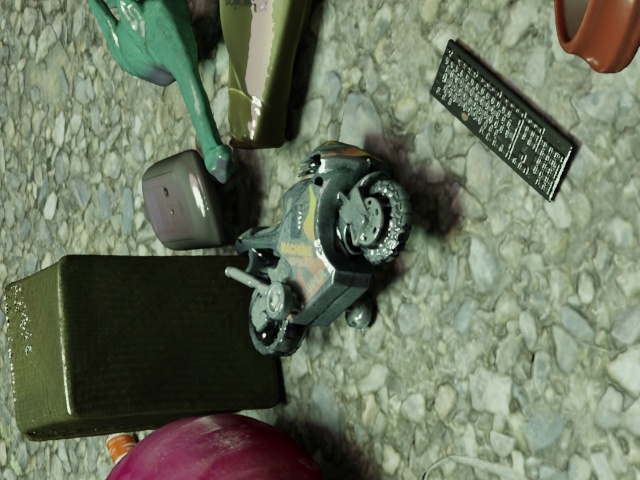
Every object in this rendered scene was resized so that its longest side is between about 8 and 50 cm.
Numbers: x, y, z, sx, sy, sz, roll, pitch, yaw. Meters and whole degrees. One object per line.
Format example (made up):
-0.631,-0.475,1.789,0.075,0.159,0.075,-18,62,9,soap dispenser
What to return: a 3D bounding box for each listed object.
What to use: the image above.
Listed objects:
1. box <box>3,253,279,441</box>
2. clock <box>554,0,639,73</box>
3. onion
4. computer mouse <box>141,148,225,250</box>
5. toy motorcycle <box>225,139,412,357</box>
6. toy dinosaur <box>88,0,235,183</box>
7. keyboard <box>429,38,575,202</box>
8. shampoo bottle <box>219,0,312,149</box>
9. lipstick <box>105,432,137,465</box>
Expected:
-0.197,0.119,1.651,0.143,0.273,0.184,-20,74,51,box
0.239,-0.283,1.111,0.318,0.080,0.318,6,-90,-89,clock
-0.128,0.351,1.545,0.358,0.345,0.358,-38,36,35,onion
-0.158,-0.045,1.749,0.232,0.057,0.120,-9,98,69,computer mouse
0.000,0.000,1.530,0.307,0.108,0.173,-42,49,47,toy motorcycle
-0.189,-0.193,1.767,0.383,0.129,0.331,145,110,-73,toy dinosaur
0.166,-0.115,1.374,0.198,0.010,0.064,49,130,41,keyboard
-0.058,-0.274,1.612,0.125,0.084,0.350,16,105,48,shampoo bottle
-0.237,0.304,1.904,0.131,0.038,0.038,56,133,35,lipstick
